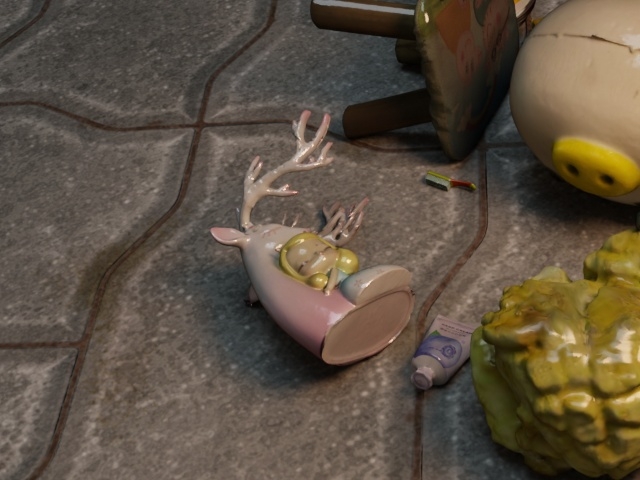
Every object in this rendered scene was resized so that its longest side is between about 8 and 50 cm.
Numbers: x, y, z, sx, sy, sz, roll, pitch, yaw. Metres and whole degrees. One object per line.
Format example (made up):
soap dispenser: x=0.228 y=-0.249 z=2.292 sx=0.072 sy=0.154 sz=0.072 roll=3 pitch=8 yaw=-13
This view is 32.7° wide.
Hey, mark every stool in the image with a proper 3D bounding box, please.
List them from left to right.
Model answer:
stool: x=0.166 y=-0.328 z=1.777 sx=0.226 sy=0.310 sz=0.310 roll=9 pitch=47 yaw=31

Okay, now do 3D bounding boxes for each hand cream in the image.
hand cream: x=0.166 y=0.148 z=1.473 sx=0.084 sy=0.053 sz=0.142 roll=17 pitch=41 yaw=27

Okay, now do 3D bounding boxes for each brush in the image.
brush: x=0.205 y=-0.088 z=1.717 sx=0.083 sy=0.019 sz=0.021 roll=17 pitch=61 yaw=26

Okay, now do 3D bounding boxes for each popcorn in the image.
popcorn: x=0.312 y=0.142 z=1.314 sx=0.292 sy=0.237 sz=0.293 roll=-5 pitch=49 yaw=5

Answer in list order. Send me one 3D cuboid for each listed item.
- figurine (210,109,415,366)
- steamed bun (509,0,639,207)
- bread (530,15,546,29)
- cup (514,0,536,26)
figurine: x=-0.001 y=0.011 z=1.556 sx=0.284 sy=0.206 sz=0.315 roll=-42 pitch=58 yaw=-20
steamed bun: x=0.461 y=-0.205 z=1.575 sx=0.373 sy=0.334 sz=0.334 roll=24 pitch=54 yaw=29
bread: x=0.462 y=-0.344 z=1.862 sx=0.172 sy=0.103 sz=0.132 roll=-22 pitch=45 yaw=-9
cup: x=0.278 y=-0.502 z=1.937 sx=0.196 sy=0.280 sz=0.196 roll=-8 pitch=48 yaw=9
